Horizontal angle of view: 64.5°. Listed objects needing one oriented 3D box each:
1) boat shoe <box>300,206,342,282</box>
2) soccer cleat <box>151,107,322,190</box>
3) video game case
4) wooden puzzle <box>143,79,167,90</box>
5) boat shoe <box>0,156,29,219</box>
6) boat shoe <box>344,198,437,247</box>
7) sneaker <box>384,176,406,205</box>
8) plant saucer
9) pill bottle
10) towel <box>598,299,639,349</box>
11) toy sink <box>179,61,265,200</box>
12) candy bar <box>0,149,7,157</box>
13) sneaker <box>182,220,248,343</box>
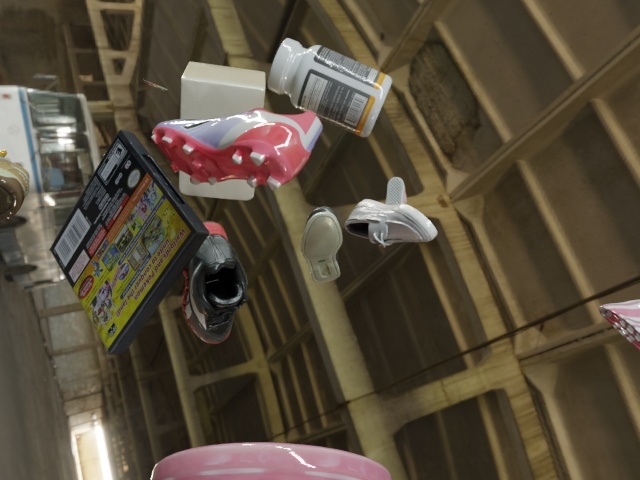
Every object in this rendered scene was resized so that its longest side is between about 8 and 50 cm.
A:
[{"bbox_3d":[0.000,0.000,1.033,0.233,0.083,0.079,87,-4,-58],"label":"boat shoe"},{"bbox_3d":[-0.107,-0.117,0.606,0.247,0.095,0.083,14,-36,41],"label":"soccer cleat"},{"bbox_3d":[-0.325,0.003,0.834,0.248,0.035,0.275,48,-69,24],"label":"video game case"},{"bbox_3d":[-0.432,-0.406,1.331,0.083,0.049,0.006,35,-73,50],"label":"wooden puzzle"},{"bbox_3d":[-0.375,-0.069,0.468,0.068,0.189,0.072,-59,-151,25],"label":"boat shoe"},{"bbox_3d":[0.097,-0.020,0.765,0.184,0.063,0.066,25,-22,54],"label":"boat shoe"},{"bbox_3d":[0.163,-0.067,1.128,0.070,0.050,0.135,50,51,-67],"label":"sneaker"},{"bbox_3d":[-0.065,0.364,0.693,0.332,0.331,0.084,117,-21,-49],"label":"plant saucer"},{"bbox_3d":[0.022,-0.379,1.250,0.162,0.278,0.162,-156,-90,-90],"label":"pill bottle"},{"bbox_3d":[0.449,0.117,0.588,0.197,0.144,0.029,-110,-167,-62],"label":"towel"},{"bbox_3d":[-0.197,-0.218,1.019,0.131,0.152,0.234,-100,-163,-57],"label":"toy sink"},{"bbox_3d":[-0.714,-0.182,1.075,0.161,0.040,0.018,6,-78,38],"label":"candy bar"},{"bbox_3d":[-0.193,0.106,0.932,0.135,0.097,0.276,44,-39,41],"label":"sneaker"}]
